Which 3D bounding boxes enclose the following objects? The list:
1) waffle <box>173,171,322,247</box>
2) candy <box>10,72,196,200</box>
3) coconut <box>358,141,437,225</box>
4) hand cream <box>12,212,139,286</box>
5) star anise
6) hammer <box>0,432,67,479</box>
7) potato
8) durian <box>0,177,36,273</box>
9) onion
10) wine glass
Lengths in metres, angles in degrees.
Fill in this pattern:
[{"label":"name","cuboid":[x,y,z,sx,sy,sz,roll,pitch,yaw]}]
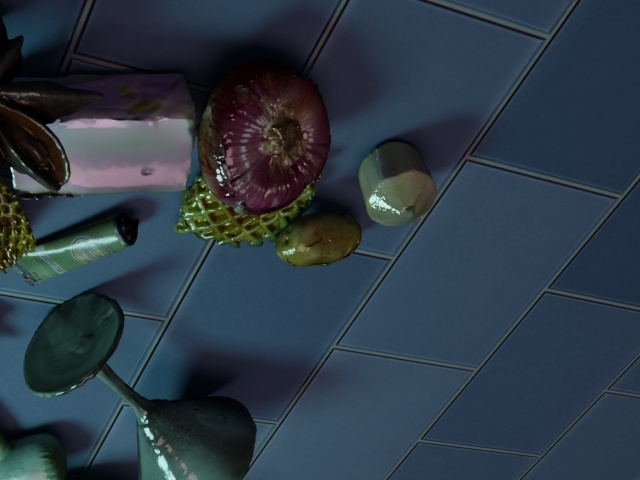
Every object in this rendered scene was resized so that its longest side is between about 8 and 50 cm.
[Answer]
[{"label":"waffle","cuboid":[-0.116,-0.063,1.826,0.214,0.054,0.208,7,136,-26]},{"label":"candy","cuboid":[-0.314,-0.150,1.633,0.265,0.116,0.155,-3,133,-12]},{"label":"coconut","cuboid":[0.124,-0.083,1.820,0.116,0.122,0.116,-8,136,-7]},{"label":"hand cream","cuboid":[-0.393,0.015,1.840,0.235,0.055,0.086,-20,135,16]},{"label":"star anise","cuboid":[-0.438,-0.185,1.467,0.315,0.315,0.108,3,168,-18]},{"label":"hammer","cuboid":[-0.612,0.362,2.110,0.206,0.119,0.335,-18,131,1]},{"label":"potato","cuboid":[0.000,0.000,1.880,0.170,0.080,0.107,3,137,-50]},{"label":"durian","cuboid":[-0.503,-0.022,1.700,0.144,0.139,0.252,-26,138,-6]},{"label":"onion","cuboid":[-0.100,-0.152,1.672,0.230,0.163,0.230,-11,106,-44]},{"label":"wine glass","cuboid":[-0.315,0.286,2.005,0.267,0.267,0.406,-25,132,12]}]
